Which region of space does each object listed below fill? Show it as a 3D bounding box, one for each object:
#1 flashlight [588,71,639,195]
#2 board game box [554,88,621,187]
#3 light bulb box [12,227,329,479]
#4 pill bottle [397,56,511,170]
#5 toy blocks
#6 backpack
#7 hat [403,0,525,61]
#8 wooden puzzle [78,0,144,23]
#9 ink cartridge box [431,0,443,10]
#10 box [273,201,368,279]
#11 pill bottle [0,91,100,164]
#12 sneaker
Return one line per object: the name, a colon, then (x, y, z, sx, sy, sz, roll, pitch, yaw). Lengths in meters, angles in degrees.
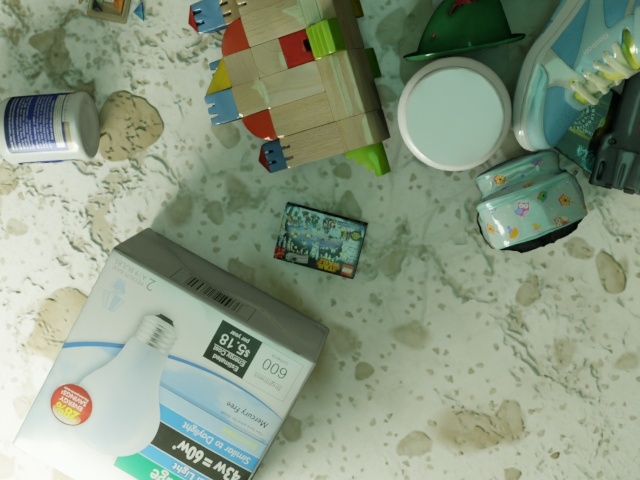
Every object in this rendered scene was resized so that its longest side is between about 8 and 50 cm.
flashlight: (0.495, -0.217, 1.606, 0.103, 0.103, 0.304, 17, 96, 44)
board game box: (0.410, -0.183, 1.677, 0.186, 0.026, 0.126, 37, 102, 0)
light bulb box: (-0.229, 0.230, 1.726, 0.357, 0.225, 0.361, 29, 101, 2)
pill bottle: (0.194, -0.185, 1.573, 0.160, 0.283, 0.161, 1, 99, 8)
toy blocks: (-0.064, -0.255, 1.668, 0.260, 0.190, 0.382, -15, 96, 21)
backpack: (0.311, -0.055, 1.628, 0.165, 0.188, 0.145, -19, 97, 11)
hat: (0.208, -0.372, 1.588, 0.208, 0.173, 0.184, -8, 103, 14)
wooden puzzle: (-0.339, -0.389, 1.746, 0.116, 0.014, 0.079, 6, 100, 6)
ink cartridge box: (0.279, -0.477, 1.550, 0.296, 0.066, 0.261, -12, 140, 9)
box: (0.000, 0.000, 1.759, 0.137, 0.027, 0.094, 14, 102, 5)
pill bottle: (-0.459, -0.178, 1.746, 0.186, 0.112, 0.112, -3, 99, 7)
sneaker: (0.411, -0.249, 1.519, 0.208, 0.127, 0.319, 31, 98, 41)
